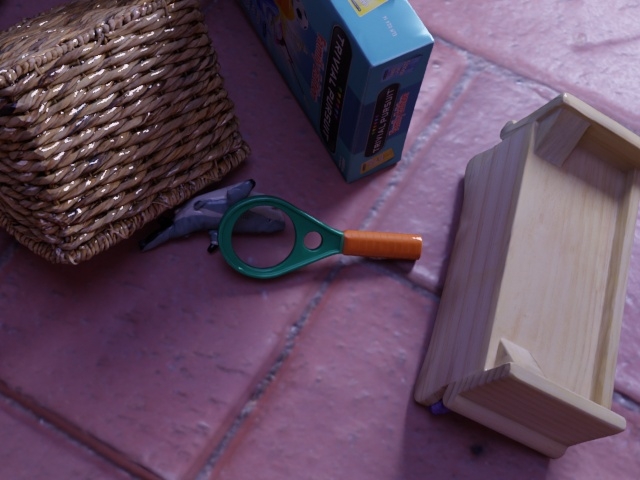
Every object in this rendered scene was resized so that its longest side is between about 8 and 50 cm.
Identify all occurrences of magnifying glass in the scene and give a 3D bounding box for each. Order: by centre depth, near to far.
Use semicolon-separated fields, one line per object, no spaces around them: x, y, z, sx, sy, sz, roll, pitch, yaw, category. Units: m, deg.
0.000;0.000;1.242;0.231;0.026;0.092;4;100;-9;magnifying glass

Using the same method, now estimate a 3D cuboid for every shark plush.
-0.123;-0.019;1.245;0.161;0.073;0.067;-20;95;-20;shark plush

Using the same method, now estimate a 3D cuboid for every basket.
-0.266;-0.135;1.232;0.214;0.223;0.299;8;35;42;basket

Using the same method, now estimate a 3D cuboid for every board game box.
-0.006;-0.268;1.261;0.079;0.253;0.336;-24;70;-14;board game box

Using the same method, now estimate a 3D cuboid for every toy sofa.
0.240;0.040;1.206;0.150;0.177;0.362;27;60;-18;toy sofa
